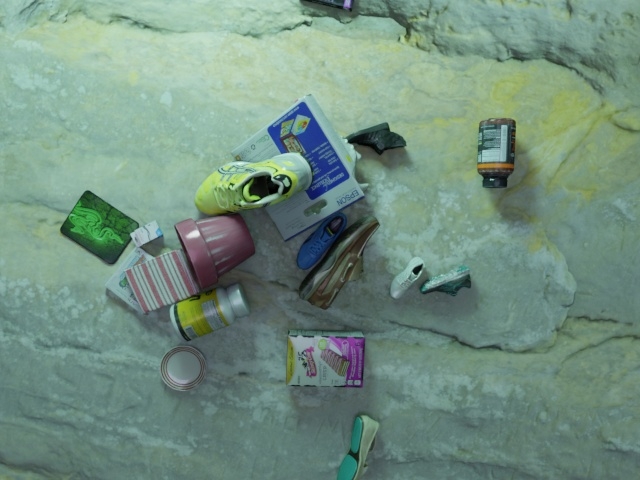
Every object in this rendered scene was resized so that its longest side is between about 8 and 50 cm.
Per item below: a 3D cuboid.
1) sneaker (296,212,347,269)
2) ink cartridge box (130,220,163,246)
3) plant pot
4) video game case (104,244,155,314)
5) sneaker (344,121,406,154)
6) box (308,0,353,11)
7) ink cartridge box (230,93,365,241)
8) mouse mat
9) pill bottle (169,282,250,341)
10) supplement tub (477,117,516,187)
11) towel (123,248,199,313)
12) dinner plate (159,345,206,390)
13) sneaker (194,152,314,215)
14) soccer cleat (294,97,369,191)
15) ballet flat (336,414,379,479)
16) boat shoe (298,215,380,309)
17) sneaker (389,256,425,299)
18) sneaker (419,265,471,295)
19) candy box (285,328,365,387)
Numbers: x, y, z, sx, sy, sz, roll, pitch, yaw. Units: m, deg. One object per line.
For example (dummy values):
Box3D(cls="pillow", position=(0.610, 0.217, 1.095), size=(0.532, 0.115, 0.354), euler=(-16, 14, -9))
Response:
Box3D(cls="sneaker", position=(0.000, 0.000, 1.453), size=(0.069, 0.082, 0.209), euler=(40, 93, -1))
Box3D(cls="ink cartridge box", position=(-0.511, -0.019, 1.443), size=(0.083, 0.028, 0.048), euler=(-29, 95, -14))
Box3D(cls="plant pot", position=(-0.293, 0.013, 1.394), size=(0.180, 0.201, 0.202), euler=(-24, 95, -17))
Box3D(cls="video game case", position=(-0.537, 0.118, 1.465), size=(0.143, 0.019, 0.157), euler=(39, 91, -5))
Box3D(cls="sneaker", position=(0.162, -0.291, 1.456), size=(0.170, 0.051, 0.089), euler=(-20, 91, -5))
Box3D(cls="box", position=(0.025, -0.744, 1.426), size=(0.162, 0.029, 0.116), euler=(11, 94, -3))
Box3D(cls="ink cartridge box", position=(-0.062, -0.193, 1.374), size=(0.303, 0.072, 0.307), euler=(-28, 99, 32))
Box3D(cls="mouse mat", position=(-0.653, -0.038, 1.454), size=(0.189, 0.007, 0.153), euler=(34, 92, -4))
Box3D(cls="pill bottle", position=(-0.319, 0.206, 1.434), size=(0.208, 0.119, 0.119), euler=(-21, 95, -2))
Box3D(cls="supplement tub", position=(0.519, -0.255, 1.451), size=(0.105, 0.106, 0.198), euler=(1, 95, -3))
Box3D(cls="towel", position=(-0.464, 0.119, 1.434), size=(0.196, 0.029, 0.144), euler=(-21, 95, 13))
Box3D(cls="dinner plate", position=(-0.416, 0.387, 1.493), size=(0.141, 0.017, 0.141), euler=(0, 94, -3))
Box3D(cls="sneaker", position=(-0.211, -0.149, 1.339), size=(0.384, 0.147, 0.145), euler=(-15, 104, 30))
Box3D(cls="soccer cleat", position=(0.032, -0.267, 1.430), size=(0.143, 0.116, 0.332), euler=(-25, 101, -11))
Box3D(cls="ballet flat", position=(0.122, 0.665, 1.517), size=(0.086, 0.086, 0.249), euler=(17, 92, -4))
Box3D(cls="boat shoe", position=(0.072, 0.068, 1.452), size=(0.116, 0.123, 0.324), euler=(38, 101, -9))
Box3D(cls="sneaker", position=(0.263, 0.115, 1.488), size=(0.053, 0.061, 0.152), euler=(35, 93, -7))
Box3D(cls="sneaker", position=(0.387, 0.140, 1.497), size=(0.166, 0.065, 0.076), euler=(-20, 99, 0))
Box3D(cls="candy box", position=(0.014, 0.356, 1.487), size=(0.233, 0.071, 0.159), euler=(2, 95, -3))
